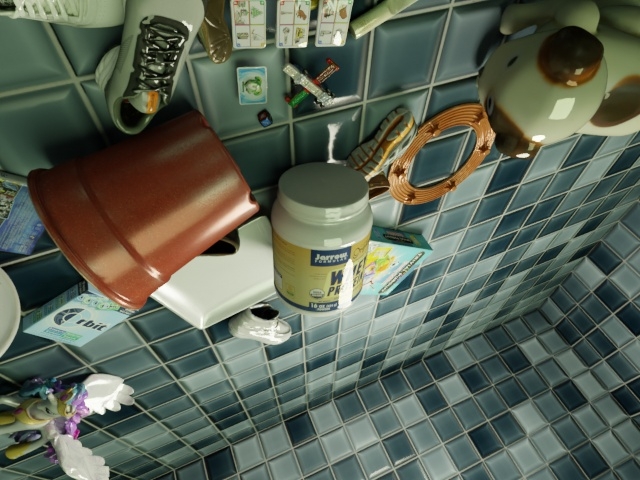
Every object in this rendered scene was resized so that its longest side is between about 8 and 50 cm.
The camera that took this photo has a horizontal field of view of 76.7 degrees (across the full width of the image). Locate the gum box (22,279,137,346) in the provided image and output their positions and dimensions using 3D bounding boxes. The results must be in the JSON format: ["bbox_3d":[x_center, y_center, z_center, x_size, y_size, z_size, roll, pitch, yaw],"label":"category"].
[{"bbox_3d":[-0.570,0.178,0.972,0.185,0.041,0.157,-32,146,4],"label":"gum box"}]

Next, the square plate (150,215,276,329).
[{"bbox_3d":[-0.249,0.092,1.082,0.348,0.049,0.344,-27,146,-2],"label":"square plate"}]

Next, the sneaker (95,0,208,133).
[{"bbox_3d":[-0.219,-0.242,0.537,0.100,0.107,0.272,-4,161,-41],"label":"sneaker"}]

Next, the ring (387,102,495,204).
[{"bbox_3d":[0.337,-0.218,1.105,0.337,0.032,0.336,-19,146,-13],"label":"ring"}]

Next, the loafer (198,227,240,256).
[{"bbox_3d":[-0.301,-0.005,0.849,0.268,0.084,0.096,-1,120,-21],"label":"loafer"}]

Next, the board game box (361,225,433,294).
[{"bbox_3d":[0.178,0.075,1.337,0.336,0.079,0.253,8,132,-41],"label":"board game box"}]

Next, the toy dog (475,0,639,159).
[{"bbox_3d":[0.484,-0.297,0.799,0.408,0.395,0.284,-19,155,-29],"label":"toy dog"}]

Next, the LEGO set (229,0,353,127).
[{"bbox_3d":[-0.056,-0.302,0.695,0.183,0.060,0.244,-7,150,-11],"label":"LEGO set"}]

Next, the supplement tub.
[{"bbox_3d":[0.000,0.000,0.951,0.229,0.228,0.315,-14,132,-20],"label":"supplement tub"}]

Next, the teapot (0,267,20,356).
[{"bbox_3d":[-0.680,0.131,0.682,0.187,0.255,0.252,-12,166,17],"label":"teapot"}]

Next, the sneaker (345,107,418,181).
[{"bbox_3d":[0.146,-0.203,0.945,0.215,0.084,0.083,-43,149,20],"label":"sneaker"}]

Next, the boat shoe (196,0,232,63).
[{"bbox_3d":[-0.166,-0.330,0.576,0.056,0.049,0.152,-39,154,-28],"label":"boat shoe"}]

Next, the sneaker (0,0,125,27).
[{"bbox_3d":[-0.335,-0.290,0.471,0.235,0.094,0.090,-7,139,-34],"label":"sneaker"}]

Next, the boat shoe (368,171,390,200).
[{"bbox_3d":[0.097,-0.117,1.039,0.178,0.060,0.064,-28,147,0],"label":"boat shoe"}]

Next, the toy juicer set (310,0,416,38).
[{"bbox_3d":[0.061,-0.408,0.601,0.209,0.089,0.329,-43,144,21],"label":"toy juicer set"}]

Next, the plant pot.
[{"bbox_3d":[-0.266,-0.068,0.686,0.265,0.272,0.272,-32,147,-8],"label":"plant pot"}]

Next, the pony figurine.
[{"bbox_3d":[-0.744,0.513,1.132,0.364,0.302,0.350,-16,139,9],"label":"pony figurine"}]

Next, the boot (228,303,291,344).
[{"bbox_3d":[-0.167,0.274,1.338,0.123,0.095,0.259,-40,144,28],"label":"boot"}]

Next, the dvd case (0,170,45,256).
[{"bbox_3d":[-0.593,-0.055,0.664,0.253,0.022,0.180,16,127,-47],"label":"dvd case"}]
